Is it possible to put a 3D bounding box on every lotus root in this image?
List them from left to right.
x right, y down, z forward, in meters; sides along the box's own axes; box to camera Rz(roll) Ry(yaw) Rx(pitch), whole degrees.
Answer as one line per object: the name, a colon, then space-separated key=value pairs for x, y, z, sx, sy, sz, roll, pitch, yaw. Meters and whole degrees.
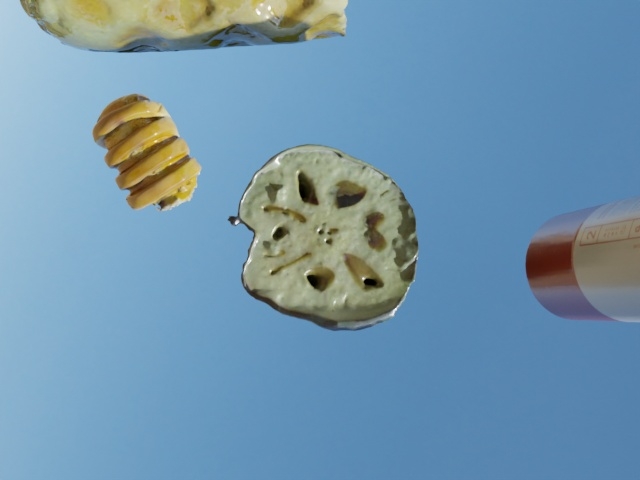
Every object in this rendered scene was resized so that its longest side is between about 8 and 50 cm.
lotus root: x=0.004 y=0.002 z=0.967 sx=0.183 sy=0.203 sz=0.078 roll=-63 pitch=-179 yaw=-9

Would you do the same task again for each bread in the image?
bread: x=-0.253 y=-0.123 z=1.290 sx=0.119 sy=0.177 sz=0.084 roll=-29 pitch=-171 yaw=9
bread: x=-0.116 y=-0.218 z=0.733 sx=0.152 sy=0.267 sz=0.130 roll=-104 pitch=-170 yaw=-67

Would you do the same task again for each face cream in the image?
face cream: x=0.243 y=0.014 z=0.670 sx=0.214 sy=0.095 sz=0.096 roll=161 pitch=-60 yaw=-76
